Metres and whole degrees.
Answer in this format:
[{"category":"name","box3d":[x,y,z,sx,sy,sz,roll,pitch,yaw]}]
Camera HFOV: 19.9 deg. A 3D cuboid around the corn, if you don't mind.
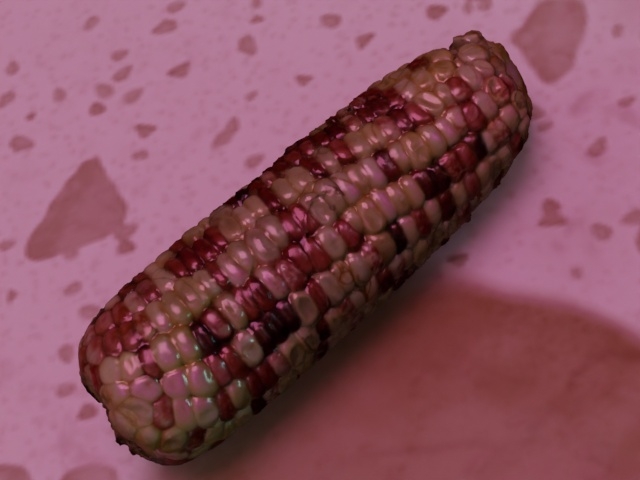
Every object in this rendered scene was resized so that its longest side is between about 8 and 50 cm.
[{"category":"corn","box3d":[0.000,0.000,0.817,0.253,0.086,0.086,-40,54,-10]}]
